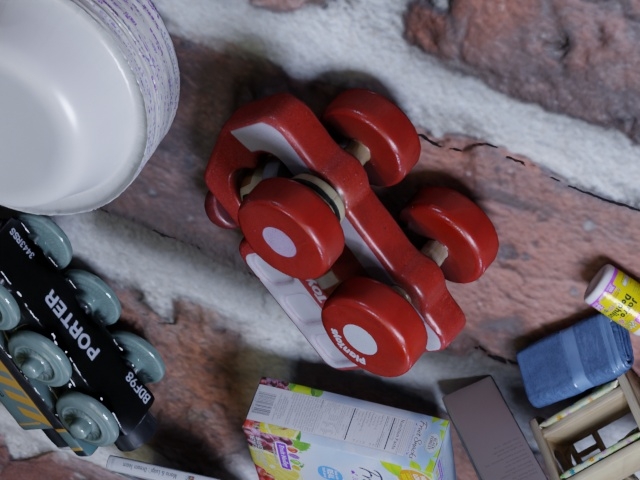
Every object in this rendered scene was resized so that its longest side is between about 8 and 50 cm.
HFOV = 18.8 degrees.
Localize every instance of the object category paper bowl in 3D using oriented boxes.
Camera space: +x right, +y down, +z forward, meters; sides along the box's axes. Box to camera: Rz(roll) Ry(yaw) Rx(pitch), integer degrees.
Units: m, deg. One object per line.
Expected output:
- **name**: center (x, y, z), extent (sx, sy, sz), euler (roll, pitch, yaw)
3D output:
- **paper bowl**: center (-0.288, -0.146, 1.850), extent (0.284, 0.148, 0.284), euler (11, 130, 14)

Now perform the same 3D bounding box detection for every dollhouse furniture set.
- **dollhouse furniture set**: center (0.329, 0.190, 1.916), extent (0.182, 0.101, 0.161), euler (-32, 147, 20)

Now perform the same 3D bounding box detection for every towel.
- **towel**: center (0.249, 0.116, 1.882), extent (0.119, 0.067, 0.029), euler (-27, 153, 34)

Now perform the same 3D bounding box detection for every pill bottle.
- **pill bottle**: center (0.294, 0.061, 1.829), extent (0.083, 0.043, 0.043), euler (33, 132, -4)

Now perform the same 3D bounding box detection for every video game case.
- **video game case**: center (-0.147, 0.271, 2.149), extent (0.143, 0.019, 0.157), euler (10, 168, 16)

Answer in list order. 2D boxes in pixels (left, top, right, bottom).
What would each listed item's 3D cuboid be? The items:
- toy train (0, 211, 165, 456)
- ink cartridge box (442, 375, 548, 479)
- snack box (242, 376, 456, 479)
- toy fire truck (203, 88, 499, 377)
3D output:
- **toy train**: center (-0.310, 0.097, 2.072), extent (0.190, 0.142, 0.334), euler (-7, 127, 44)
- **ink cartridge box**: center (0.209, 0.282, 1.867), extent (0.065, 0.332, 0.165), euler (-24, 119, 2)
- **snack box**: center (0.035, 0.231, 2.032), extent (0.207, 0.070, 0.174), euler (11, 150, 15)
- **toy fire truck**: center (0.000, 0.000, 1.846), extent (0.302, 0.169, 0.254), euler (50, 147, -18)
